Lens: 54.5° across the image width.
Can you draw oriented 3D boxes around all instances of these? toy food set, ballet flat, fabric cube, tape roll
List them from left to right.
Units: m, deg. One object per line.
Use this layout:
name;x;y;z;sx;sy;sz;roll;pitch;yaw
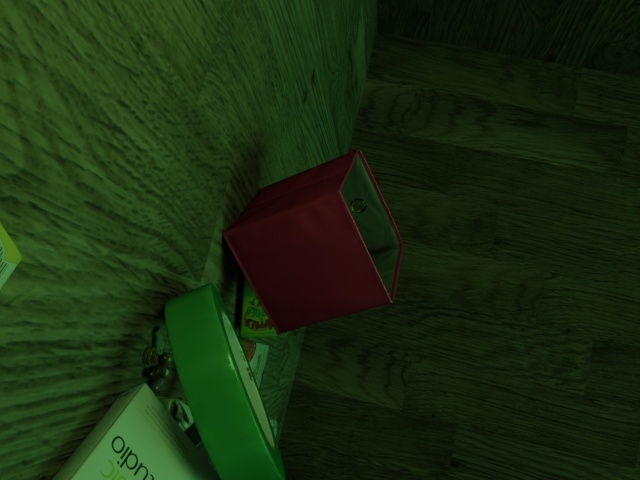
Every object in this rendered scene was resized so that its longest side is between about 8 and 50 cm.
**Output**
toy food set;-0.254;0.198;0.973;0.122;0.019;0.078;94;11;-50
ballet flat;-0.245;0.304;0.966;0.280;0.095;0.096;-43;132;-77
tape roll;-0.146;0.228;0.962;0.321;0.077;0.321;158;-90;-83
fabric cube;0.000;0.000;1.295;0.254;0.258;0.259;62;23;-19

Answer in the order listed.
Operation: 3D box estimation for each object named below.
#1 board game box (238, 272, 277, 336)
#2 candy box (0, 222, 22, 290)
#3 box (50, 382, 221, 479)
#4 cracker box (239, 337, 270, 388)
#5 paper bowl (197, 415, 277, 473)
board game box;-0.138;0.140;1.446;0.043;0.092;0.181;-114;-153;-57
candy box;-0.243;-0.037;0.313;0.187;0.109;0.053;93;12;-56
box;-0.232;0.358;0.746;0.232;0.058;0.322;56;24;-14
cracker box;-0.187;0.321;1.514;0.232;0.067;0.156;64;39;-77
paper bowl;-0.205;0.502;1.332;0.284;0.148;0.284;15;90;-83
